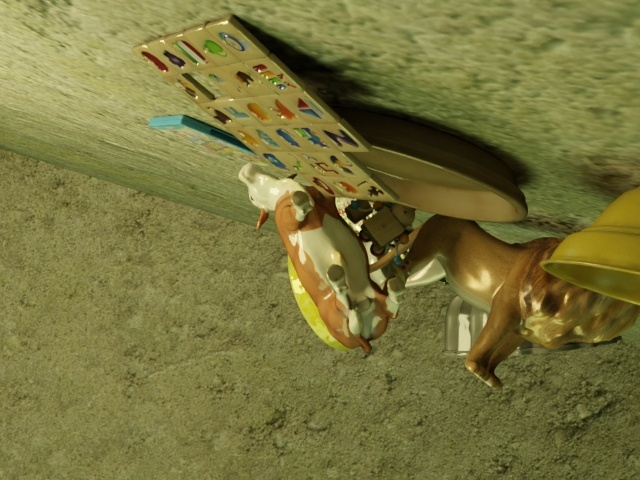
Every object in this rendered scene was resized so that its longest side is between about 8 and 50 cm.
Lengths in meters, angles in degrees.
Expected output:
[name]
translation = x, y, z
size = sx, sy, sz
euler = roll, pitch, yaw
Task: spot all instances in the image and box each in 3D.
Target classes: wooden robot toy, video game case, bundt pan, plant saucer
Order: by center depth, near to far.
[plant saucer]
translation = 0.081, -0.077, 0.771
size = 0.278, 0.041, 0.278
euler = 17, 177, 1
[wooden robot toy]
translation = 0.090, -0.029, 1.007
size = 0.173, 0.079, 0.076
euler = 53, 168, 8
[video game case]
translation = -0.146, -0.139, 1.053
size = 0.166, 0.015, 0.119
euler = 20, 175, -33
[bundt pan]
translation = 0.387, 0.142, 1.410
size = 0.331, 0.124, 0.331
euler = -6, 174, -1

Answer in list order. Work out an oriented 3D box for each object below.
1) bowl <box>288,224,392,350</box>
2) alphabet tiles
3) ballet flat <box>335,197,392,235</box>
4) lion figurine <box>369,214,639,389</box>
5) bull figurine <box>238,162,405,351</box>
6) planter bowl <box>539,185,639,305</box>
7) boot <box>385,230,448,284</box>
[bowl]
translation = 0.082, 0.070, 1.537
size = 0.156, 0.289, 0.289
euler = -22, 154, 30
[alphabet tiles]
translation = -0.039, -0.105, 0.666
size = 0.237, 0.009, 0.198
euler = 38, 165, -32
[ballet flat]
translation = 0.026, -0.040, 1.251
size = 0.091, 0.077, 0.241
euler = 19, 176, -36
[lion figurine]
translation = 0.220, 0.044, 1.004
size = 0.392, 0.240, 0.142
euler = 34, 177, 36
[bull figurine]
translation = 0.000, 0.000, 0.978
size = 0.310, 0.101, 0.188
euler = 57, 164, 12
[planter bowl]
translation = 0.305, 0.008, 0.626
size = 0.217, 0.090, 0.217
euler = 18, 176, 1
[boot]
translation = 0.202, 0.030, 1.391
size = 0.179, 0.085, 0.236
euler = 18, 180, 17
